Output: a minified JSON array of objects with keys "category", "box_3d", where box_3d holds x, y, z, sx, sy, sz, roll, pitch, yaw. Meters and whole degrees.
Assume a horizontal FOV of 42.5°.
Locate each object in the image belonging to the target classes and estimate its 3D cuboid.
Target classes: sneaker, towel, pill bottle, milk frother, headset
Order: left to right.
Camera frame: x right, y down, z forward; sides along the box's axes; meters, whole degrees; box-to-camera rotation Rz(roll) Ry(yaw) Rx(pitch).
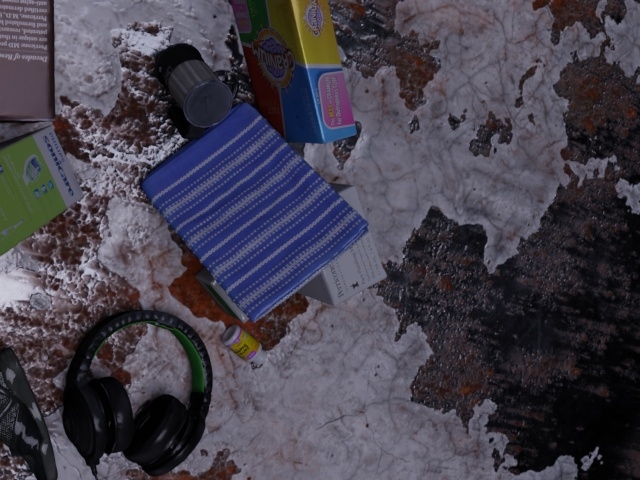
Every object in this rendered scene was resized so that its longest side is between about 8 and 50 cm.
[{"category":"sneaker","box_3d":[-0.498,0.294,1.287,0.130,0.087,0.228,-25,104,-21]},{"category":"headset","box_3d":[-0.329,0.311,1.372,0.243,0.185,0.394,24,70,-32]},{"category":"milk frother","box_3d":[-0.180,-0.243,1.351,0.143,0.135,0.129,-17,135,-22]},{"category":"pill bottle","box_3d":[-0.136,0.191,1.484,0.083,0.043,0.043,42,77,-26]},{"category":"towel","box_3d":[-0.113,-0.059,1.327,0.243,0.336,0.040,-38,154,-10]}]

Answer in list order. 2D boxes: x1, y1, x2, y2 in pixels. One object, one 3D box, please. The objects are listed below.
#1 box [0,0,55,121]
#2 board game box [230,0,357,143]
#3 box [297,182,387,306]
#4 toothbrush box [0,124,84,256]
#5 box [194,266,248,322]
[{"category":"box","box_3d":[-0.456,-0.358,1.160,0.143,0.191,0.382,0,97,-28]},{"category":"board game box","box_3d":[-0.055,-0.320,1.347,0.064,0.242,0.317,-20,105,-23]},{"category":"box","box_3d":[0.000,0.000,1.452,0.119,0.182,0.181,-28,109,-22]},{"category":"toothbrush box","box_3d":[-0.485,-0.039,1.101,0.206,0.283,0.122,-15,107,18]},{"category":"box","box_3d":[-0.143,0.069,1.439,0.102,0.087,0.101,-44,114,-15]}]
